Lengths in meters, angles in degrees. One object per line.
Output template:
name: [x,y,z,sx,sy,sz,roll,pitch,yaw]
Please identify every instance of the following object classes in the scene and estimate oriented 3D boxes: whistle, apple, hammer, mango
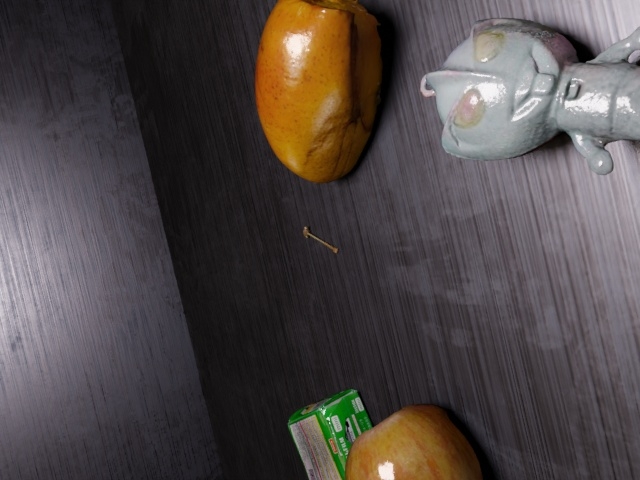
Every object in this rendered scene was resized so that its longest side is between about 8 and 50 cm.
whistle: [0.237,-0.140,0.480,0.346,0.134,0.142,24,82,43]
apple: [0.140,0.367,0.764,0.187,0.211,0.211,60,147,25]
hammer: [0.000,0.000,1.049,0.123,0.014,0.029,31,137,48]
mango: [-0.003,-0.231,0.800,0.349,0.199,0.201,93,178,-51]

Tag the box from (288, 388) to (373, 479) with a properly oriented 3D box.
box: [0.027,0.445,1.099,0.180,0.103,0.250,66,151,17]
